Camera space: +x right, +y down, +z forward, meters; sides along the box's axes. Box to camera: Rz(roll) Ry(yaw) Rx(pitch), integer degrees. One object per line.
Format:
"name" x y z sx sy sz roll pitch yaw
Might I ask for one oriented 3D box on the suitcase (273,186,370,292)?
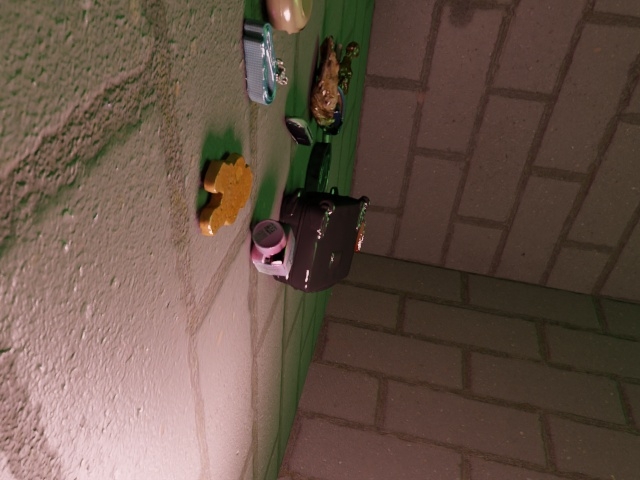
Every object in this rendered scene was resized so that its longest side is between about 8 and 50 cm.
"suitcase" 0.000 0.000 1.760 0.345 0.189 0.339 -15 118 -64

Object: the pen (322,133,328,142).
"pen" 0.022 -0.430 2.217 0.204 0.025 0.025 94 10 -50

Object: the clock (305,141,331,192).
"clock" -0.008 -0.251 2.114 0.280 0.056 0.280 11 90 -83

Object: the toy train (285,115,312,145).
"toy train" -0.061 -0.330 1.556 0.252 0.055 0.048 39 62 -83

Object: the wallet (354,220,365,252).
"wallet" 0.034 -0.050 1.944 0.031 0.256 0.137 -27 129 -68

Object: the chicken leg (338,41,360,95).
"chicken leg" 0.092 -0.663 2.075 0.107 0.087 0.251 81 28 -67

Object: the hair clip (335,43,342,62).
"hair clip" 0.060 -0.661 2.133 0.072 0.034 0.225 -63 161 -57

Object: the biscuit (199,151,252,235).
"biscuit" -0.179 -0.096 1.039 0.236 0.040 0.143 -61 167 -74

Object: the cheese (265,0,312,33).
"cheese" -0.060 -0.574 1.085 0.163 0.082 0.286 -72 169 -51

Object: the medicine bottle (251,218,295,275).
"medicine bottle" -0.124 0.014 1.397 0.188 0.095 0.119 81 19 -71

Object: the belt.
"belt" -0.112 -0.362 1.071 0.179 0.065 0.100 92 21 -54

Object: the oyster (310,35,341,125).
"oyster" 0.008 -0.524 1.785 0.166 0.094 0.294 -116 -158 -70

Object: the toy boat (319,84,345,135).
"toy boat" 0.041 -0.483 1.980 0.223 0.100 0.097 91 -3 -46
